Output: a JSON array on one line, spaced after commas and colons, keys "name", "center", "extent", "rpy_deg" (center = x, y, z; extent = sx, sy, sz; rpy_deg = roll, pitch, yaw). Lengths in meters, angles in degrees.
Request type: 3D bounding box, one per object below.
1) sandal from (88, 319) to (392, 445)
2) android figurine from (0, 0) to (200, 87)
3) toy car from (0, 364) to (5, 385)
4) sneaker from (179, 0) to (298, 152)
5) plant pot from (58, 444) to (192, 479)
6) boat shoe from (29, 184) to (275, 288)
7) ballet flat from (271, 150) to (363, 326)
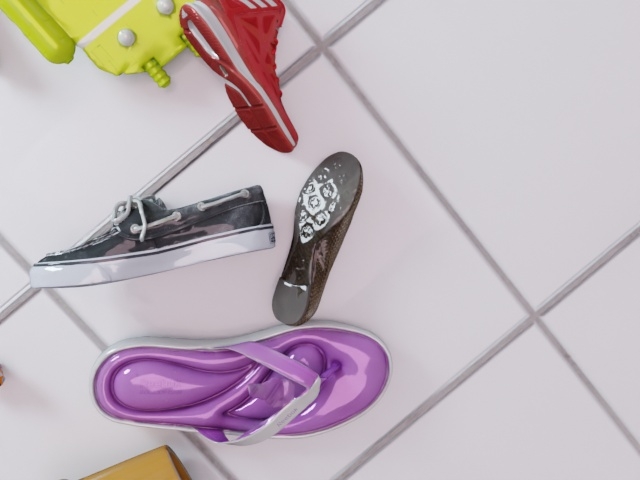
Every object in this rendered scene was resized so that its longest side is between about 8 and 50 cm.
[{"name": "sandal", "center": [-0.102, 0.207, 0.764], "extent": [0.417, 0.102, 0.169], "rpy_deg": [-4, 97, -5]}, {"name": "android figurine", "center": [-0.256, -0.318, 0.686], "extent": [0.248, 0.056, 0.272], "rpy_deg": [-38, 112, 0]}, {"name": "toy car", "center": [-0.472, 0.150, 0.754], "extent": [0.060, 0.040, 0.122], "rpy_deg": [-34, 101, 21]}, {"name": "sneaker", "center": [-0.066, -0.230, 0.725], "extent": [0.128, 0.087, 0.221], "rpy_deg": [-46, 122, -20]}, {"name": "plant pot", "center": [-0.253, 0.375, 0.735], "extent": [0.188, 0.205, 0.205], "rpy_deg": [-31, 99, -16]}, {"name": "boat shoe", "center": [-0.215, -0.010, 0.725], "extent": [0.307, 0.113, 0.104], "rpy_deg": [-12, 91, -6]}, {"name": "ballet flat", "center": [0.000, 0.000, 0.777], "extent": [0.084, 0.058, 0.249], "rpy_deg": [18, 90, 28]}]
